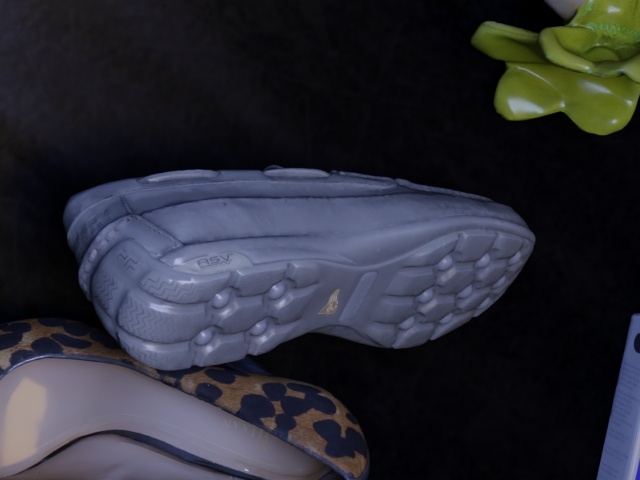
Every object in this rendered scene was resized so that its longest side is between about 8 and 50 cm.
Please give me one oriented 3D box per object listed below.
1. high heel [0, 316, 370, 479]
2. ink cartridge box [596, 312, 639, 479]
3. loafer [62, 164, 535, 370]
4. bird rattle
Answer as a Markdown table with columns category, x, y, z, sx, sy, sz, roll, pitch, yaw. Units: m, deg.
| category | x | y | z | sx | sy | sz | roll | pitch | yaw |
| --- | --- | --- | --- | --- | --- | --- | --- | --- | --- |
| high heel | -0.111 | 0.106 | 0.810 | 0.261 | 0.186 | 0.093 | -5 | 106 | -27 |
| ink cartridge box | 0.304 | 0.111 | 1.119 | 0.206 | 0.045 | 0.208 | 7 | 102 | -30 |
| loafer | 0.000 | 0.000 | 0.888 | 0.319 | 0.111 | 0.112 | 0 | 131 | -45 |
| bird rattle | 0.204 | -0.188 | 0.944 | 0.253 | 0.143 | 0.207 | -37 | 101 | -19 |
